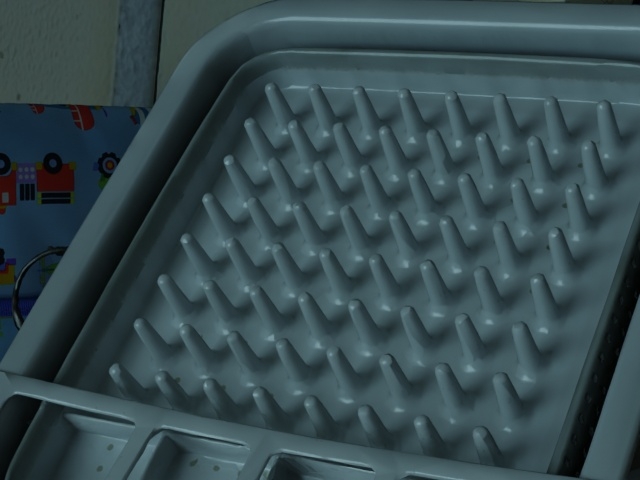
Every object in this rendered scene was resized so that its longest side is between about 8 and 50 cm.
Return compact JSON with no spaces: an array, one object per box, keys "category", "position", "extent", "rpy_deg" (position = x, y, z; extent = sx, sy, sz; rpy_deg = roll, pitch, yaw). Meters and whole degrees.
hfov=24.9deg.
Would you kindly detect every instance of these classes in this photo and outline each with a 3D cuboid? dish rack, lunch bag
[{"category":"dish rack","position":[0.018,0.032,0.625],"extent":[0.285,0.072,0.333],"rpy_deg":[6,54,29]},{"category":"lunch bag","position":[-0.180,0.065,0.978],"extent":[0.138,0.221,0.293],"rpy_deg":[-19,77,52]}]

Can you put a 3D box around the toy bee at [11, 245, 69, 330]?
[{"category":"toy bee","position":[0.000,0.000,0.833],"extent":[0.298,0.162,0.195],"rpy_deg":[8,85,29]}]

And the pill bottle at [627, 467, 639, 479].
[{"category":"pill bottle","position":[0.188,0.219,0.573],"extent":[0.152,0.152,0.272],"rpy_deg":[-32,68,48]}]

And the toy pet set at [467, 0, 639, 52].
[{"category":"toy pet set","position":[0.120,-0.124,0.734],"extent":[0.114,0.065,0.122],"rpy_deg":[9,69,57]}]
